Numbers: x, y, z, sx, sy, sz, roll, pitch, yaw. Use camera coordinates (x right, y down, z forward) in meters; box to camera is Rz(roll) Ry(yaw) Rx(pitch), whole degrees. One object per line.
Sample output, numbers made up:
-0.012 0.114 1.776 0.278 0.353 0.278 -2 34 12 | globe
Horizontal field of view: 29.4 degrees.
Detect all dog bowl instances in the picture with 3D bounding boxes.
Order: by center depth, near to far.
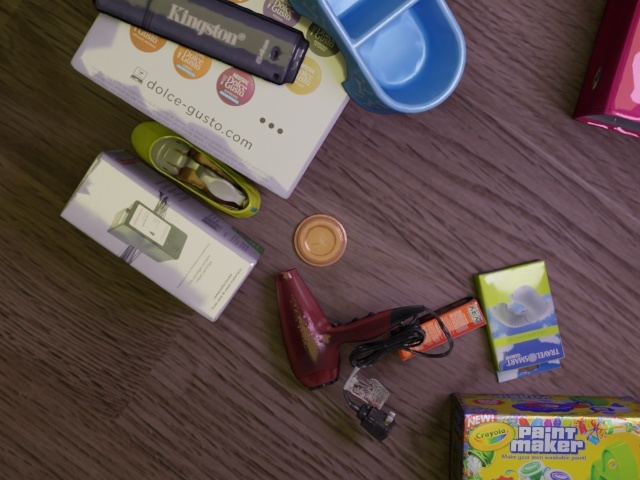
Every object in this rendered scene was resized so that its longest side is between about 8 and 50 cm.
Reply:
0.075 -0.282 1.516 0.166 0.074 0.297 -39 117 -7 | dog bowl

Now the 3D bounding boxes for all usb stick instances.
-0.152 -0.277 1.539 0.278 0.045 0.077 23 93 -1 | usb stick

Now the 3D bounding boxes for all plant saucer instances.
0.000 0.000 1.915 0.084 0.013 0.083 0 94 1 | plant saucer

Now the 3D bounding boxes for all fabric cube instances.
0.541 -0.269 1.771 0.259 0.254 0.258 15 95 0 | fabric cube

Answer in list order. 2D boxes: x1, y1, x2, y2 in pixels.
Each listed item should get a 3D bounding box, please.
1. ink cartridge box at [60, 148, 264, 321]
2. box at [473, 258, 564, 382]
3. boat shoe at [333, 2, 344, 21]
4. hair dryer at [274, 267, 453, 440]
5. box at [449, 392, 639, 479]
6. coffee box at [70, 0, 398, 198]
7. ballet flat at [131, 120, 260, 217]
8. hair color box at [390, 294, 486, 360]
-0.229 -0.012 1.823 0.273 0.198 0.114 35 95 -2 | ink cartridge box
0.312 0.128 1.907 0.109 0.042 0.178 -13 94 -2 | box
-0.003 -0.325 1.540 0.049 0.042 0.133 -20 95 -3 | boat shoe
0.044 0.142 1.873 0.294 0.080 0.223 34 105 11 | hair dryer
0.347 0.385 1.862 0.290 0.177 0.279 1 93 0 | box
-0.101 -0.291 1.731 0.338 0.338 0.334 32 93 -3 | coffee box
-0.192 -0.111 1.875 0.231 0.077 0.077 34 97 -2 | ballet flat
0.182 0.135 1.896 0.141 0.072 0.043 -24 94 1 | hair color box
